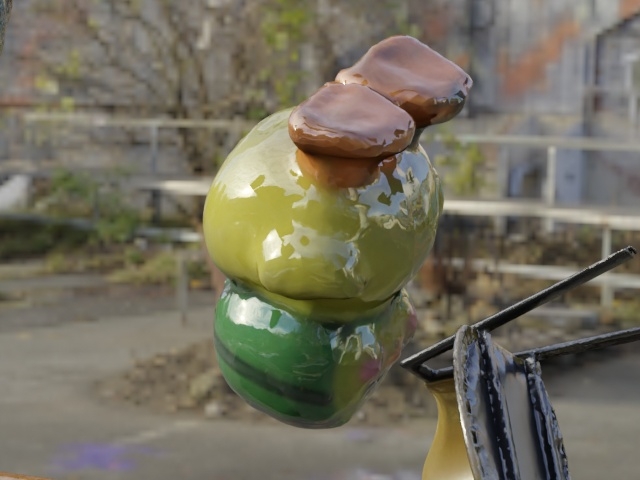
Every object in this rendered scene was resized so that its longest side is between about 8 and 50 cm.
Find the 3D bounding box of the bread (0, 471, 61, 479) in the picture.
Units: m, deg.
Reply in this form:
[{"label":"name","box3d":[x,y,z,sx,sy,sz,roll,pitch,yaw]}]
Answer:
[{"label":"bread","box3d":[-0.263,0.291,1.452,0.288,0.156,0.204,9,40,-7]}]

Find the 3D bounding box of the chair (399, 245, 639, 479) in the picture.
[{"label":"chair","box3d":[0.142,0.138,1.119,0.246,0.159,0.172,-21,-29,24]}]

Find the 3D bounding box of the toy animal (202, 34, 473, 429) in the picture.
[{"label":"toy animal","box3d":[-0.003,0.000,1.424,0.191,0.338,0.216,23,35,19]}]

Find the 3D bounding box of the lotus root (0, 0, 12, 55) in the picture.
[{"label":"lotus root","box3d":[-0.332,-0.111,1.108,0.314,0.142,0.210,-14,-24,-37]}]
